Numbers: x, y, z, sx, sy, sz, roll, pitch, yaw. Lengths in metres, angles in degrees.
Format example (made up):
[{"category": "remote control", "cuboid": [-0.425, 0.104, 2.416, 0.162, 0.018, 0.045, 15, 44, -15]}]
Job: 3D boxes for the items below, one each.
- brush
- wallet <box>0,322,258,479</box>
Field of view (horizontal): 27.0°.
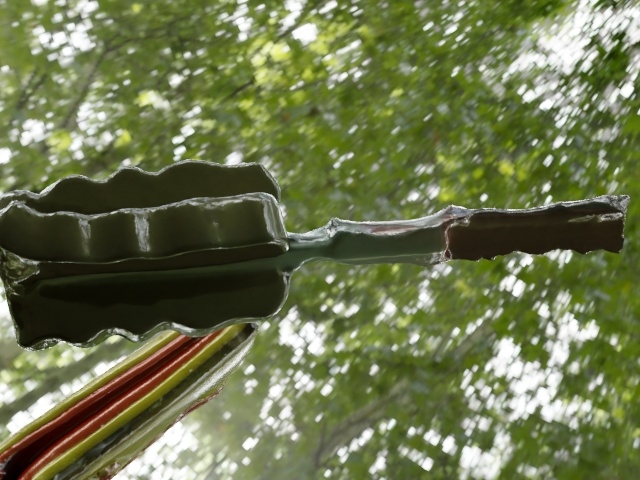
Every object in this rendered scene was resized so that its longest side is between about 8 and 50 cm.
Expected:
[{"category": "brush", "cuboid": [0.000, 0.000, 0.633, 0.301, 0.071, 0.084, -6, -56, -7]}, {"category": "wallet", "cuboid": [-0.155, 0.148, 1.048, 0.067, 0.241, 0.141, 47, -31, 12]}]
